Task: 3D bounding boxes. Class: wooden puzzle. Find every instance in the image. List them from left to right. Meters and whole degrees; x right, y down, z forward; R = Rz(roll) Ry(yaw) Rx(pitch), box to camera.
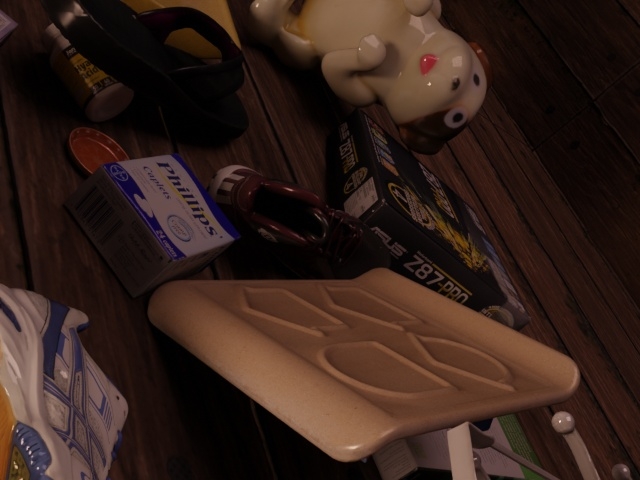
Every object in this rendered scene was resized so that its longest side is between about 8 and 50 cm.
[{"bbox_3d":[0.044,0.123,0.850,0.348,0.080,0.322,-4,21,-44],"label":"wooden puzzle"}]

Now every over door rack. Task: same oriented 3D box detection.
[{"bbox_3d":[0.132,0.248,0.791,0.324,0.239,0.108,25,41,-42],"label":"over door rack"}]

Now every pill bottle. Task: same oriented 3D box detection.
[{"bbox_3d":[-0.279,-0.203,0.973,0.116,0.065,0.065,52,25,8],"label":"pill bottle"}]

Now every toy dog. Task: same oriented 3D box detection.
[{"bbox_3d":[0.113,-0.335,1.526,0.408,0.284,0.395,37,-15,15],"label":"toy dog"}]

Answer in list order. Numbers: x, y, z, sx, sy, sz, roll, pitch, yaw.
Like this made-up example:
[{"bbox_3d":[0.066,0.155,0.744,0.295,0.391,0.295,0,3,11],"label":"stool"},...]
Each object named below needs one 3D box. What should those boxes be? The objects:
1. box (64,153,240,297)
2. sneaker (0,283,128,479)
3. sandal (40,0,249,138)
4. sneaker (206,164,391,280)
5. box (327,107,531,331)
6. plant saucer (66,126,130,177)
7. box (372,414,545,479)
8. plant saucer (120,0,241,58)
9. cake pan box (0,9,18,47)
[{"bbox_3d":[-0.175,-0.021,0.877,0.126,0.072,0.137,53,25,6],"label":"box"},{"bbox_3d":[-0.180,0.153,0.584,0.131,0.112,0.296,15,42,-50],"label":"sneaker"},{"bbox_3d":[-0.174,-0.235,1.051,0.167,0.107,0.446,53,11,12],"label":"sandal"},{"bbox_3d":[0.000,0.000,1.017,0.281,0.106,0.162,24,-4,-27],"label":"sneaker"},{"bbox_3d":[0.162,-0.030,1.355,0.318,0.097,0.395,40,19,-21],"label":"box"},{"bbox_3d":[-0.249,-0.092,0.926,0.083,0.013,0.083,36,28,-23],"label":"plant saucer"},{"bbox_3d":[0.159,0.222,1.094,0.322,0.058,0.232,20,37,-43],"label":"box"},{"bbox_3d":[-0.293,-0.424,1.242,0.333,0.081,0.332,25,33,-40],"label":"plant saucer"},{"bbox_3d":[-0.435,-0.223,0.752,0.246,0.070,0.266,40,27,-22],"label":"cake pan box"}]
